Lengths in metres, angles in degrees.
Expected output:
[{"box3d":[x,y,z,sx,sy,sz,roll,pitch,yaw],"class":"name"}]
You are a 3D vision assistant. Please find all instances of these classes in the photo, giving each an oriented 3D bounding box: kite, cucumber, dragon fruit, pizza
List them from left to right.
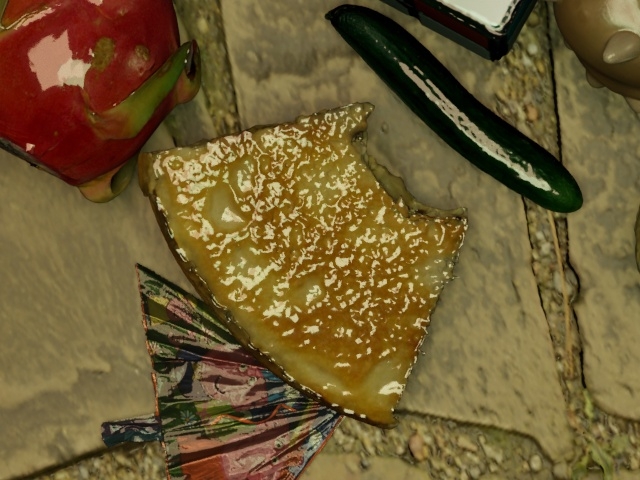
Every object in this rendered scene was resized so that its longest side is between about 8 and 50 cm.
[{"box3d":[-0.212,-0.162,1.709,0.224,0.224,0.227,35,81,6],"class":"dragon fruit"},{"box3d":[-0.079,0.167,1.779,0.234,0.016,0.321,-9,88,4],"class":"kite"},{"box3d":[0.000,0.000,1.722,0.223,0.089,0.323,-43,100,-2],"class":"pizza"},{"box3d":[0.115,-0.116,1.749,0.284,0.056,0.056,40,92,6],"class":"cucumber"}]

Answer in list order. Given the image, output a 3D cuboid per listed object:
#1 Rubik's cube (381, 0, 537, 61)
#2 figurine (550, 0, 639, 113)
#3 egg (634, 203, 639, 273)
[{"box3d":[0.120,-0.275,1.698,0.180,0.167,0.183,31,93,5],"class":"Rubik's cube"},{"box3d":[0.281,-0.195,1.655,0.177,0.247,0.173,45,105,7],"class":"figurine"},{"box3d":[0.347,-0.015,1.669,0.164,0.164,0.201,19,89,6],"class":"egg"}]
